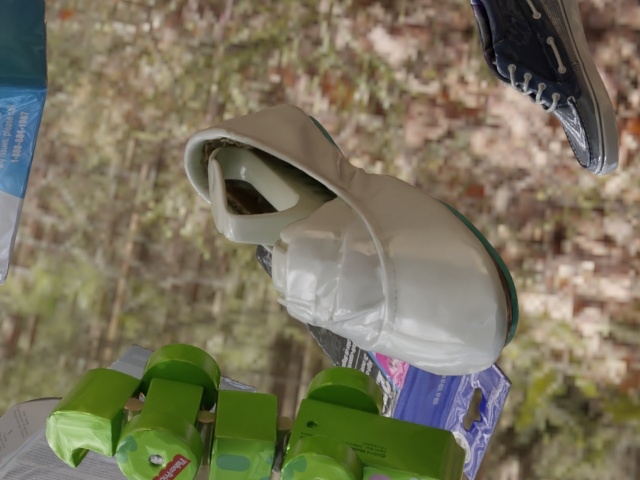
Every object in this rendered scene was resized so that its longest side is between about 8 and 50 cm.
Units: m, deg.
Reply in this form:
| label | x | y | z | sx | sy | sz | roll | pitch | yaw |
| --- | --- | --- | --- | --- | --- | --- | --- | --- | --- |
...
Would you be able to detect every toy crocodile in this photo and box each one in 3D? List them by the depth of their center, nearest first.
| label | x | y | z | sx | sy | sz | roll | pitch | yaw |
| --- | --- | --- | --- | --- | --- | --- | --- | --- | --- |
| toy crocodile | -0.053 | 0.165 | 1.318 | 0.340 | 0.115 | 0.105 | 9 | 125 | 2 |

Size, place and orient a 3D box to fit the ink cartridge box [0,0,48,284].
| label | x | y | z | sx | sy | sz | roll | pitch | yaw |
| --- | --- | --- | --- | --- | --- | --- | --- | --- | --- |
| ink cartridge box | -0.301 | -0.112 | 0.915 | 0.270 | 0.197 | 0.198 | 4 | 145 | -17 |

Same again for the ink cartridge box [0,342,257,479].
| label | x | y | z | sx | sy | sz | roll | pitch | yaw |
| --- | --- | --- | --- | --- | --- | --- | --- | --- | --- |
| ink cartridge box | -0.197 | 0.171 | 1.522 | 0.224 | 0.056 | 0.181 | -44 | 142 | 17 |

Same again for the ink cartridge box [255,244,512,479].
| label | x | y | z | sx | sy | sz | roll | pitch | yaw |
| --- | --- | --- | --- | --- | --- | --- | --- | --- | --- |
| ink cartridge box | 0.056 | 0.077 | 1.728 | 0.069 | 0.371 | 0.176 | -22 | 145 | -28 |

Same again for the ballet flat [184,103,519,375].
| label | x | y | z | sx | sy | sz | roll | pitch | yaw |
| --- | --- | --- | --- | --- | --- | --- | --- | --- | --- |
| ballet flat | 0.000 | 0.000 | 1.260 | 0.139 | 0.139 | 0.400 | 28 | -171 | -34 |

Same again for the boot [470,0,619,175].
| label | x | y | z | sx | sy | sz | roll | pitch | yaw |
| --- | --- | --- | --- | --- | --- | --- | --- | --- | --- |
| boot | 0.193 | -0.139 | 1.430 | 0.086 | 0.190 | 0.069 | -17 | 176 | -15 |
